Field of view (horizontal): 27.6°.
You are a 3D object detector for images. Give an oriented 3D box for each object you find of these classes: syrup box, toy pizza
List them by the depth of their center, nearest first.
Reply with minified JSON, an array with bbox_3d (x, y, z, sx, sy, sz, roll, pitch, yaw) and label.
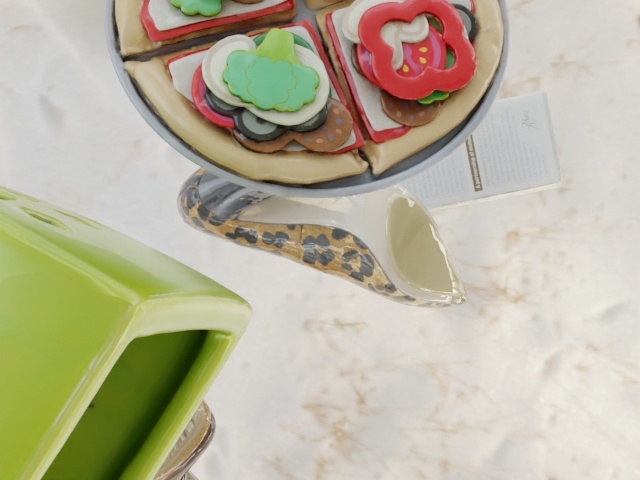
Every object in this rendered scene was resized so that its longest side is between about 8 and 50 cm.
[{"bbox_3d":[-0.004,-0.115,0.635,0.201,0.032,0.201,2,66,-6],"label":"toy pizza"},{"bbox_3d":[0.121,-0.079,1.321,0.237,0.093,0.096,-10,87,10],"label":"syrup box"}]

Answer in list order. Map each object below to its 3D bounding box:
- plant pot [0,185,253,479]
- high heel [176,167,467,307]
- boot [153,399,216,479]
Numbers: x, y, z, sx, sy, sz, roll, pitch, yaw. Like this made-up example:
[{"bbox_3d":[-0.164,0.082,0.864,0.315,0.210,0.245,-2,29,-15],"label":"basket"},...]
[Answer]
[{"bbox_3d":[-0.183,0.064,0.515,0.207,0.228,0.227,32,90,8],"label":"plant pot"},{"bbox_3d":[0.000,0.000,1.203,0.261,0.186,0.093,35,59,-30],"label":"high heel"},{"bbox_3d":[-0.135,0.236,1.246,0.207,0.248,0.090,24,37,-43],"label":"boot"}]
